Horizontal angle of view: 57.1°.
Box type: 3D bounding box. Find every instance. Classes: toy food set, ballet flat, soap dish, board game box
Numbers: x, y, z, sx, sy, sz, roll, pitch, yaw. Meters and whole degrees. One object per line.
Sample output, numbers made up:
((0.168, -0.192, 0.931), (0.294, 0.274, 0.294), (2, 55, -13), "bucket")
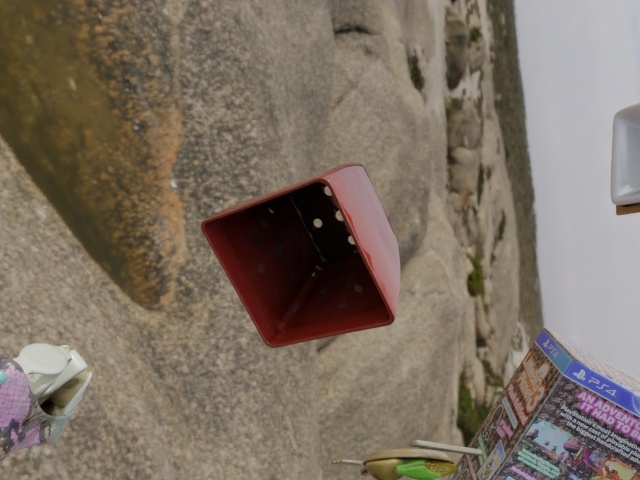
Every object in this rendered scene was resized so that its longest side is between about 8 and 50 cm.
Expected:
((0.114, 0.308, 0.790), (0.133, 0.192, 0.038), (17, 57, -26), "toy food set")
((-0.218, 0.114, 0.444), (0.077, 0.079, 0.221), (43, -18, -1), "ballet flat")
((0.700, -0.173, 1.112), (0.291, 0.118, 0.228), (167, -71, -67), "soap dish")
((0.362, 0.316, 0.842), (0.291, 0.232, 0.141), (-61, 180, 10), "board game box")

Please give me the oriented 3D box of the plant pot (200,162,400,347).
((0.000, 0.000, 1.065), (0.267, 0.267, 0.235), (63, 32, -16), "plant pot")
